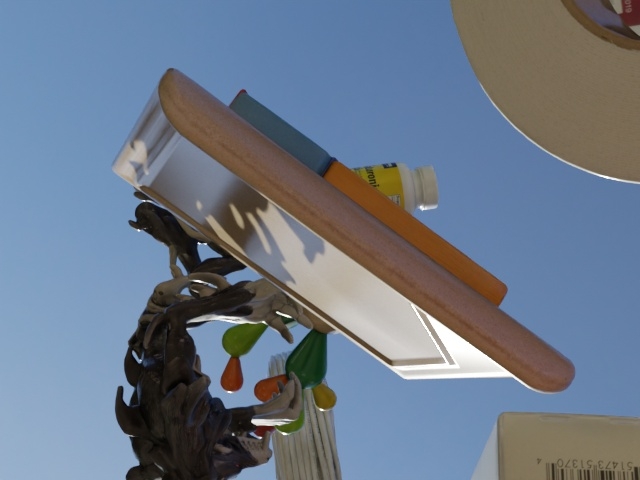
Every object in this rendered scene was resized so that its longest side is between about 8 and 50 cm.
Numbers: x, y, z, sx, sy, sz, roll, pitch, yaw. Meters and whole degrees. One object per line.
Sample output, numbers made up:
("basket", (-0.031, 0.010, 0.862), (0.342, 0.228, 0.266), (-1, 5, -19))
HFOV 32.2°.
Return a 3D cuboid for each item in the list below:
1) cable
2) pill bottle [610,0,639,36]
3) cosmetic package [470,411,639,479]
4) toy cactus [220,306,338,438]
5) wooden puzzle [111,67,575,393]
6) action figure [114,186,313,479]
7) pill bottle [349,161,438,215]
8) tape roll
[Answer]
("cable", (-0.028, 0.282, 1.621), (0.257, 0.089, 0.257), (130, -48, -83))
("pill bottle", (0.431, -0.272, 1.235), (0.392, 0.224, 0.224), (-6, -92, 13))
("cosmetic package", (0.211, 0.253, 0.964), (0.153, 0.296, 0.129), (1, -115, 4))
("toy cactus", (-0.009, 0.064, 0.972), (0.180, 0.112, 0.219), (-10, -111, 51))
("wooden puzzle", (0.000, 0.000, 0.569), (0.044, 0.221, 0.239), (-56, -170, -11))
("action figure", (-0.069, 0.072, 0.757), (0.164, 0.141, 0.275), (112, -23, -51))
("pill bottle", (0.065, -0.050, 1.192), (0.065, 0.116, 0.065), (172, -90, -84))
("tape roll", (0.255, -0.227, 0.754), (0.392, 0.072, 0.392), (-2, -92, 45))
